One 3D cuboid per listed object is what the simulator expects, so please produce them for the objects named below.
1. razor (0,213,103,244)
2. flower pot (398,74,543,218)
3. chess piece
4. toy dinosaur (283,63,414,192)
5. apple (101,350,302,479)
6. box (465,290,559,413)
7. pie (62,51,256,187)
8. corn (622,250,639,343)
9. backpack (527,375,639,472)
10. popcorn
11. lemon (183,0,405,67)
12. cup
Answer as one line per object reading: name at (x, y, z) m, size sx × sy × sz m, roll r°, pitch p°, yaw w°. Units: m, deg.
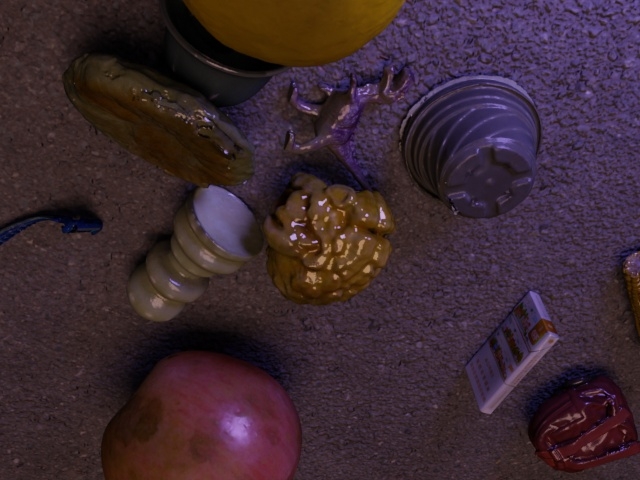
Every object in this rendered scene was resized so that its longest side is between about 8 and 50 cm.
razor at (-0.522, 0.006, 1.316) m, size 0.324 × 0.093 × 0.056 m, roll -17°, pitch 87°, yaw 12°
flower pot at (0.244, -0.125, 1.243) m, size 0.235 × 0.141 × 0.236 m, roll -2°, pitch 128°, yaw -2°
chess piece at (-0.226, 0.038, 1.328) m, size 0.144 × 0.144 × 0.251 m, roll 32°, pitch 124°, yaw -27°
toy dinosaur at (0.037, -0.160, 1.239) m, size 0.199 × 0.072 × 0.251 m, roll 3°, pitch 119°, yaw -19°
apple at (-0.218, 0.379, 1.450) m, size 0.363 × 0.364 × 0.364 m, roll -3°, pitch 128°, yaw -4°
box at (0.358, 0.214, 1.524) m, size 0.032 × 0.122 × 0.220 m, roll 20°, pitch 123°, yaw -21°
pie at (-0.218, -0.163, 1.120) m, size 0.306 × 0.071 × 0.306 m, roll 20°, pitch 166°, yaw 5°
corn at (0.644, 0.142, 1.520) m, size 0.101 × 0.101 × 0.310 m, roll -21°, pitch 124°, yaw 10°
backpack at (0.539, 0.392, 1.669) m, size 0.229 × 0.139 × 0.229 m, roll -6°, pitch 126°, yaw -8°
popcorn at (0.000, 0.000, 1.268) m, size 0.226 × 0.200 × 0.203 m, roll -2°, pitch 163°, yaw 43°
lemon at (-0.030, -0.368, 0.912) m, size 0.347 × 0.348 × 0.348 m, roll -3°, pitch 128°, yaw -4°
cup at (-0.137, -0.256, 1.094) m, size 0.199 × 0.199 × 0.150 m, roll 16°, pitch 145°, yaw -17°
